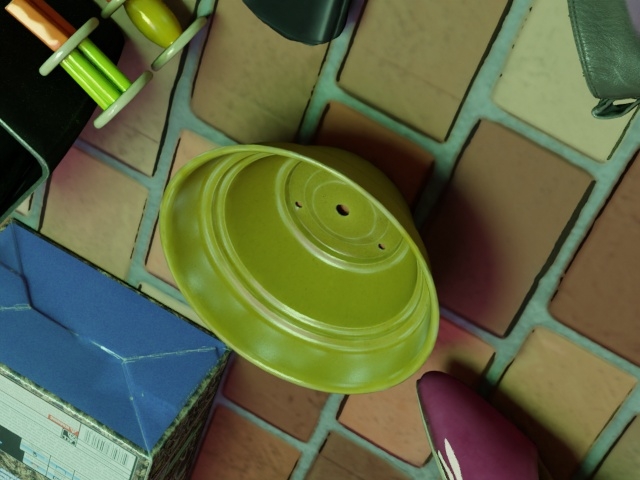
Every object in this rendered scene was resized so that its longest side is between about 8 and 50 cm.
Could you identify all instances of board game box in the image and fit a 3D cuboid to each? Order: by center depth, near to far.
[{"bbox_3d":[-0.236,0.167,1.295,0.232,0.141,0.291,30,137,7],"label":"board game box"}]

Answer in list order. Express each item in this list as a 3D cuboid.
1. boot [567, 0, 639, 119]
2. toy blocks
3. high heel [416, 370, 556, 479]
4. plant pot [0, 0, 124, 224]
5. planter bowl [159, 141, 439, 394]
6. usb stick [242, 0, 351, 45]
[{"bbox_3d":[0.221,-0.173,0.752,0.229,0.091,0.263,14,120,38],"label":"boot"},{"bbox_3d":[-0.163,-0.165,0.977,0.148,0.123,0.054,46,141,-10],"label":"toy blocks"},{"bbox_3d":[0.235,0.218,1.097,0.181,0.127,0.377,-35,101,16],"label":"high heel"},{"bbox_3d":[-0.254,-0.120,1.042,0.187,0.167,0.188,45,137,-9],"label":"plant pot"},{"bbox_3d":[0.000,0.000,1.038,0.217,0.090,0.217,17,133,19],"label":"planter bowl"},{"bbox_3d":[0.009,-0.234,0.866,0.077,0.045,0.278,33,137,14],"label":"usb stick"}]
